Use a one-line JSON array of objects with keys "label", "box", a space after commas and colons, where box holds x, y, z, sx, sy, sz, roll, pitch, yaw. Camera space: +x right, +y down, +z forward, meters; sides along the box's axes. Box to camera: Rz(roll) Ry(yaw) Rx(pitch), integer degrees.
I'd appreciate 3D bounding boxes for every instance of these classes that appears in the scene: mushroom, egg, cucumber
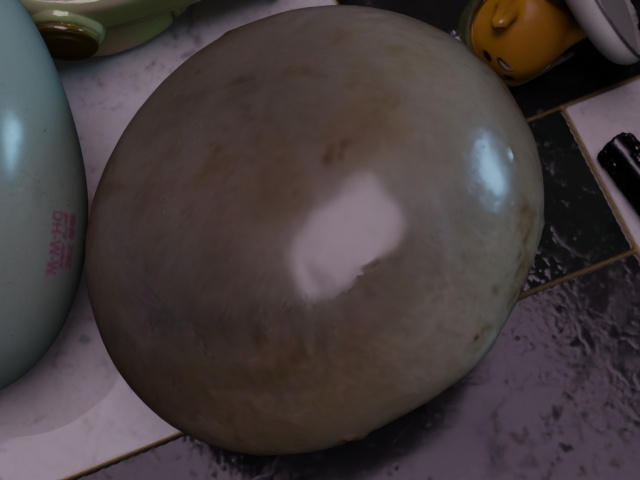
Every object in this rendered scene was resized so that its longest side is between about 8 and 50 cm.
[{"label": "mushroom", "box": [0.000, 0.000, 0.814, 0.362, 0.294, 0.362, -16, 54, 23]}, {"label": "egg", "box": [-0.304, -0.056, 0.824, 0.230, 0.230, 0.371, -5, 92, 1]}, {"label": "cucumber", "box": [0.300, -0.021, 0.904, 0.043, 0.039, 0.163, -37, 71, 13]}]

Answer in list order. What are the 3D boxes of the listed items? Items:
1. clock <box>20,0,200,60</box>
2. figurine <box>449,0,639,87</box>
[{"label": "clock", "box": [-0.222, -0.303, 0.976, 0.348, 0.117, 0.286, -26, 74, -5]}, {"label": "figurine", "box": [0.187, -0.229, 0.957, 0.141, 0.166, 0.250, -32, 41, 29]}]
